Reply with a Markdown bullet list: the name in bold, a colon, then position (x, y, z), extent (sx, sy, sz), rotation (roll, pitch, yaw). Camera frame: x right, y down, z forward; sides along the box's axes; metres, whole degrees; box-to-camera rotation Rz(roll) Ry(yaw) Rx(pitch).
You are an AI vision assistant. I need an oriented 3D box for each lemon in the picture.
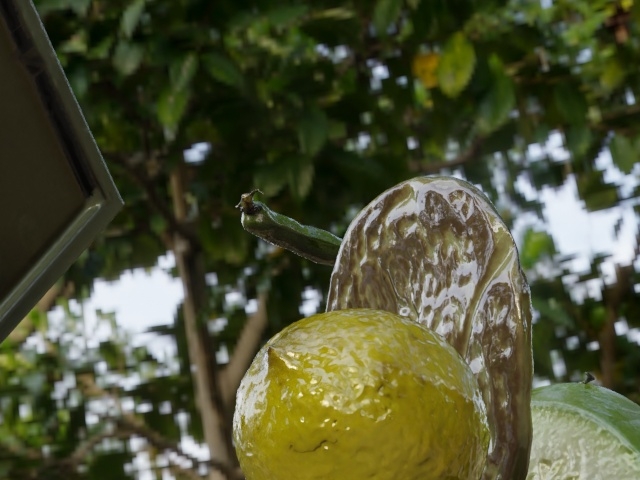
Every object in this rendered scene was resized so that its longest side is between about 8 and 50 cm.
- **lemon**: position (0.019, 0.083, 0.658), extent (0.109, 0.109, 0.133), rotation (-20, -40, 27)

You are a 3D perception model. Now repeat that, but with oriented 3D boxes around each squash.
- **squash**: position (0.216, 0.213, 1.071), extent (0.111, 0.203, 0.288), rotation (-46, 4, 19)

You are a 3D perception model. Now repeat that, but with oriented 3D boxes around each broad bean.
- **broad bean**: position (-0.004, 0.001, 1.546), extent (0.227, 0.039, 0.069), rotation (23, -24, -39)

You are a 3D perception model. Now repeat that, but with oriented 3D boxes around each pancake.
- **pancake**: position (0.065, 0.079, 0.936), extent (0.031, 0.250, 0.250), rotation (-5, -19, -25)

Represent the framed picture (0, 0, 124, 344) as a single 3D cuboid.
- **framed picture**: position (-0.182, -0.060, 0.541), extent (0.016, 0.213, 0.289), rotation (8, -45, 32)
